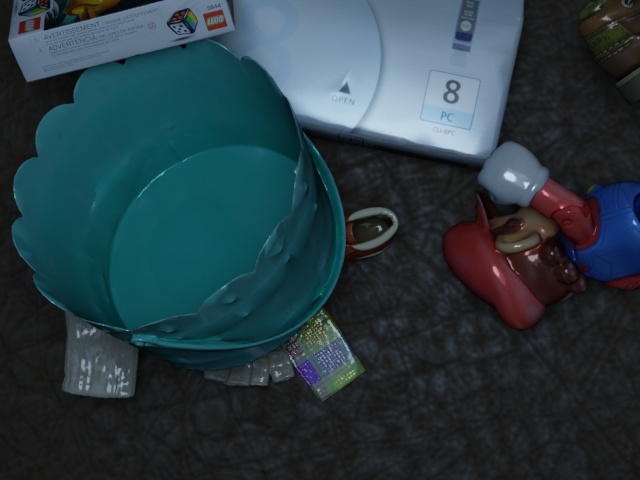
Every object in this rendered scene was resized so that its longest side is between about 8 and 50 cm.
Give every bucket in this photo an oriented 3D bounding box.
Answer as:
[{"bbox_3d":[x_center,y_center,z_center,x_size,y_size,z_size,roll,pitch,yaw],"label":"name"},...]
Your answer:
[{"bbox_3d":[-0.118,-0.021,1.216,0.281,0.183,0.281,-6,66,15],"label":"bucket"}]

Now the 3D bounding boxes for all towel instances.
[{"bbox_3d":[0.000,0.113,1.356,0.060,0.009,0.083,-36,86,2],"label":"towel"}]

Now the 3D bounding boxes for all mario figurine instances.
[{"bbox_3d":[0.264,-0.032,1.263,0.320,0.170,0.198,-13,109,25],"label":"mario figurine"}]

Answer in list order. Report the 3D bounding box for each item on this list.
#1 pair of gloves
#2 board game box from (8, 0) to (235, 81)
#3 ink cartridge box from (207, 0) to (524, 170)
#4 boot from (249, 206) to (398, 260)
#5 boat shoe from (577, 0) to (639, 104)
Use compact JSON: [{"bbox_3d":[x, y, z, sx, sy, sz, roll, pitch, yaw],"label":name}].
[{"bbox_3d":[-0.146,0.053,1.348,0.240,0.042,0.204,-5,79,-2],"label":"pair of gloves"},{"bbox_3d":[-0.185,-0.275,1.267,0.193,0.053,0.305,-13,42,4],"label":"board game box"},{"bbox_3d":[0.057,-0.287,1.330,0.308,0.091,0.385,12,90,4],"label":"ink cartridge box"},{"bbox_3d":[0.000,0.000,1.304,0.157,0.084,0.059,-16,86,-13],"label":"boot"},{"bbox_3d":[0.368,-0.254,1.255,0.307,0.110,0.104,-38,90,-24],"label":"boat shoe"}]
